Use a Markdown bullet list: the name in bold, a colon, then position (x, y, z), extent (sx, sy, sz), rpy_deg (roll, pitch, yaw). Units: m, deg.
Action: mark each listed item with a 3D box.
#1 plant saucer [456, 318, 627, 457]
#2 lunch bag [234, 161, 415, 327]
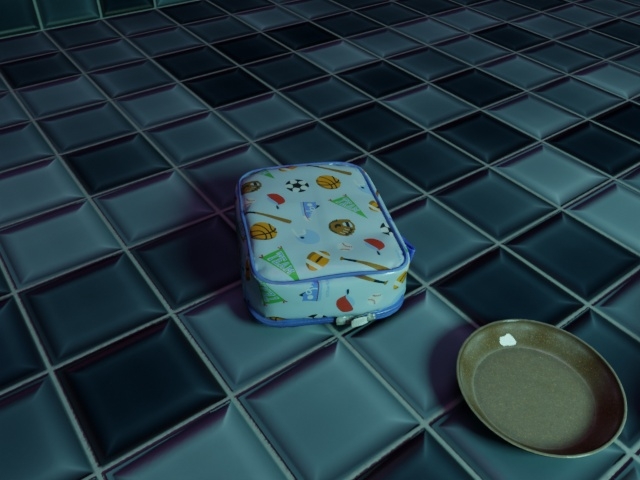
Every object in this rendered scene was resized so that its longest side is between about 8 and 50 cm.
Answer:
- **plant saucer**: position (0.263, 0.181, 0.698), extent (0.198, 0.036, 0.199), rpy_deg (2, 41, -1)
- **lunch bag**: position (0.000, 0.000, 0.845), extent (0.243, 0.115, 0.303), rpy_deg (-5, 40, -11)
